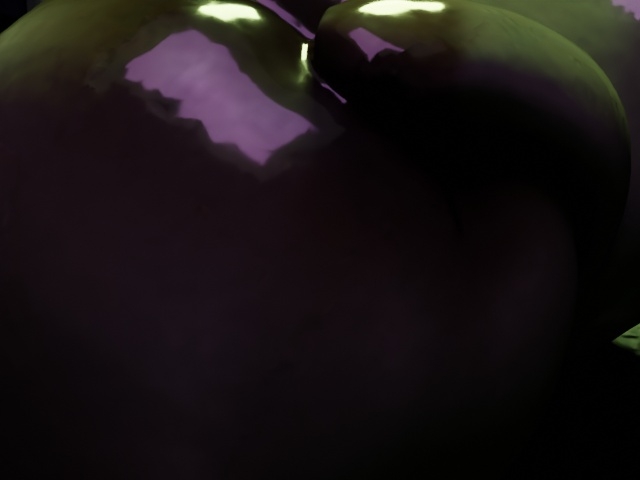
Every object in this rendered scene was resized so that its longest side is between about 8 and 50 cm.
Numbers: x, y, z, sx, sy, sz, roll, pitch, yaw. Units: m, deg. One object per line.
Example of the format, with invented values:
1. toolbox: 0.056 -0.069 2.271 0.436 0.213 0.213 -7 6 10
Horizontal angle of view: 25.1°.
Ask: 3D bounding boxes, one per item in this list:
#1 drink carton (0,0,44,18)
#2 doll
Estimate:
1. drink carton: -0.247 -0.257 1.110 0.222 0.134 0.102 20 34 40
2. doll: 0.021 -0.023 0.495 0.215 0.226 0.370 44 35 10
